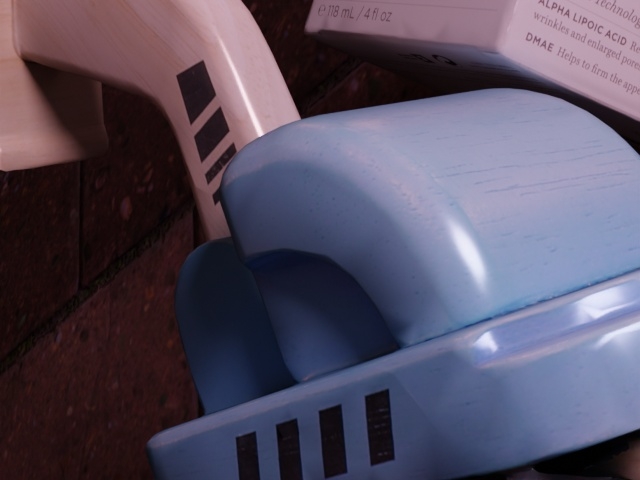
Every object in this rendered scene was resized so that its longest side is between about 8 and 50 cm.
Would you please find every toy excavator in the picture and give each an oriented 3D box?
[{"bbox_3d":[0.000,0.000,0.673,0.433,0.222,0.445,-23,82,46],"label":"toy excavator"}]

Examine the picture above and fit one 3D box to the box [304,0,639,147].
[{"bbox_3d":[0.121,-0.130,0.750,0.181,0.182,0.119,18,90,57],"label":"box"}]
